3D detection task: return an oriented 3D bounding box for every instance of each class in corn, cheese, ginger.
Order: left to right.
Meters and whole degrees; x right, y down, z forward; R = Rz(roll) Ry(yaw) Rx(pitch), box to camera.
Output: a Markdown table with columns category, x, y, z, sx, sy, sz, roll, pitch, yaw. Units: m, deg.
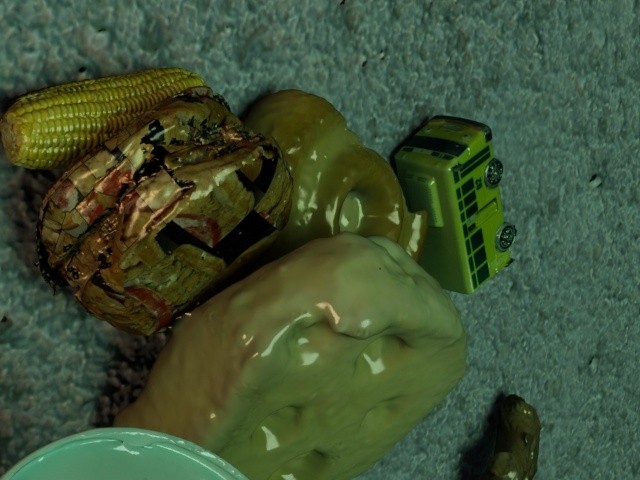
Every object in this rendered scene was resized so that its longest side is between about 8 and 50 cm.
| category | x | y | z | sx | sy | sz | roll | pitch | yaw |
| --- | --- | --- | --- | --- | --- | --- | --- | --- | --- |
| corn | -0.172 | -0.100 | 1.117 | 0.203 | 0.072 | 0.072 | -17 | 114 | -44 |
| cheese | -0.024 | 0.132 | 1.220 | 0.326 | 0.115 | 0.318 | -26 | 149 | -16 |
| ginger | 0.218 | 0.333 | 1.661 | 0.122 | 0.084 | 0.290 | 14 | 90 | -42 |

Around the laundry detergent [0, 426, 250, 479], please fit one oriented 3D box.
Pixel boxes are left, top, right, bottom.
| category | x | y | z | sx | sy | sz | roll | pitch | yaw |
| --- | --- | --- | --- | --- | --- | --- | --- | --- | --- |
| laundry detergent | -0.196 | 0.317 | 1.003 | 0.287 | 0.305 | 0.287 | 17 | 57 | -29 |

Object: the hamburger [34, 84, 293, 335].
| category | x | y | z | sx | sy | sz | roll | pitch | yaw |
| --- | --- | --- | --- | --- | --- | --- | --- | --- | --- |
| hamburger | -0.122 | -0.014 | 1.121 | 0.231 | 0.107 | 0.231 | -39 | 157 | -20 |

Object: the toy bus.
| category | x | y | z | sx | sy | sz | roll | pitch | yaw |
| --- | --- | --- | --- | --- | --- | --- | --- | --- | --- |
| toy bus | 0.143 | -0.037 | 1.469 | 0.101 | 0.088 | 0.175 | -37 | 127 | -33 |

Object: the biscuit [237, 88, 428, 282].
| category | x | y | z | sx | sy | sz | roll | pitch | yaw |
| --- | --- | --- | --- | --- | --- | --- | --- | --- | --- |
| biscuit | 0.001 | 0.000 | 1.323 | 0.274 | 0.091 | 0.213 | 40 | 69 | -48 |
